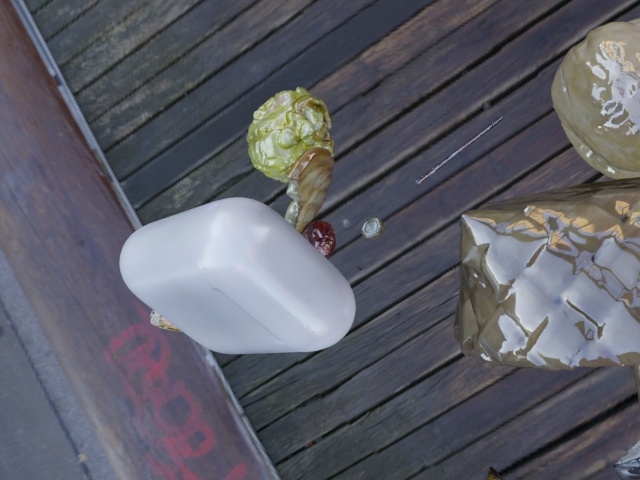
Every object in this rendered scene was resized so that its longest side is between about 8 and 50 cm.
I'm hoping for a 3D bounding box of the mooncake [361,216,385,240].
[{"bbox_3d":[0.036,0.026,1.755,0.057,0.347,0.150,28,71,-26],"label":"mooncake"}]

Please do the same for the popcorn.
[{"bbox_3d":[-0.065,-0.257,1.715,0.259,0.212,0.259,-20,47,23],"label":"popcorn"}]

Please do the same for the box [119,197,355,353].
[{"bbox_3d":[-0.134,0.067,1.055,0.349,0.289,0.141,-12,42,46],"label":"box"}]

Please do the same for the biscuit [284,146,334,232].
[{"bbox_3d":[-0.025,-0.115,1.445,0.045,0.299,0.154,34,67,11],"label":"biscuit"}]

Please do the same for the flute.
[{"bbox_3d":[0.307,-0.199,1.486,0.270,0.014,0.014,-37,79,-17],"label":"flute"}]

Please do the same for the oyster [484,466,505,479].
[{"bbox_3d":[0.358,0.541,1.281,0.129,0.345,0.078,44,108,-10],"label":"oyster"}]

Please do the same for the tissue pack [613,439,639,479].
[{"bbox_3d":[0.621,0.399,0.942,0.370,0.210,0.198,59,143,15],"label":"tissue pack"}]

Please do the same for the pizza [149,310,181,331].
[{"bbox_3d":[-0.243,0.116,1.470,0.204,0.080,0.188,19,101,-30],"label":"pizza"}]

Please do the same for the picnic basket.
[{"bbox_3d":[0.293,0.097,0.605,0.338,0.293,0.337,2,96,20],"label":"picnic basket"}]

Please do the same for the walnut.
[{"bbox_3d":[0.706,-0.313,1.500,0.382,0.381,0.381,-1,87,13],"label":"walnut"}]

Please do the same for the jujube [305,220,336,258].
[{"bbox_3d":[0.000,0.000,1.679,0.077,0.129,0.077,-2,121,-3],"label":"jujube"}]
